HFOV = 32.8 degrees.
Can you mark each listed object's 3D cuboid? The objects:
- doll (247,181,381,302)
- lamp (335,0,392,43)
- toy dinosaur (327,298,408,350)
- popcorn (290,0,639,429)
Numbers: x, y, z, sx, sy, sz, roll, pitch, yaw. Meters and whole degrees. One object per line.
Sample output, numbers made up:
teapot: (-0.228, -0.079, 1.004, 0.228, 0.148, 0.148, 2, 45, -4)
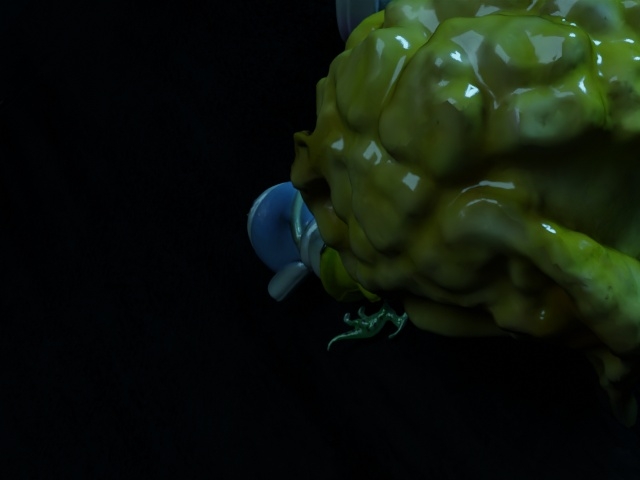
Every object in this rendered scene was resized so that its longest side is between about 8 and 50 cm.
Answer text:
doll: (0.000, 0.001, 1.128, 0.135, 0.099, 0.241, -37, 32, -18)
lamp: (0.083, -0.317, 1.276, 0.107, 0.180, 0.246, 8, 33, 6)
toy dinosaur: (0.050, 0.087, 1.061, 0.062, 0.021, 0.083, 30, 83, 42)
popcorn: (0.166, -0.045, 0.827, 0.349, 0.349, 0.382, -19, 85, 39)
